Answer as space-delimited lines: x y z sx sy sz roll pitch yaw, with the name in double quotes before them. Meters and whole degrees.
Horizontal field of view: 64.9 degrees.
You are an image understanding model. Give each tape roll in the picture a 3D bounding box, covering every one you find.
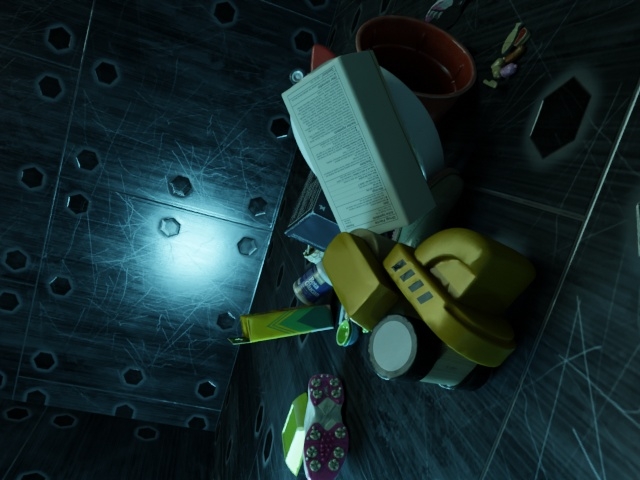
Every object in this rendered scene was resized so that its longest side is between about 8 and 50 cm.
"tape roll" 0.092 -0.213 1.118 0.072 0.392 0.392 -43 0 -25

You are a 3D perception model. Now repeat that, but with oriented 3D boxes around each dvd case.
"dvd case" 0.082 0.187 1.495 0.087 0.013 0.120 139 144 -66

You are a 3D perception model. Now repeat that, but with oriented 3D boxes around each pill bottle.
"pill bottle" 0.000 0.125 1.624 0.169 0.094 0.094 -41 27 20

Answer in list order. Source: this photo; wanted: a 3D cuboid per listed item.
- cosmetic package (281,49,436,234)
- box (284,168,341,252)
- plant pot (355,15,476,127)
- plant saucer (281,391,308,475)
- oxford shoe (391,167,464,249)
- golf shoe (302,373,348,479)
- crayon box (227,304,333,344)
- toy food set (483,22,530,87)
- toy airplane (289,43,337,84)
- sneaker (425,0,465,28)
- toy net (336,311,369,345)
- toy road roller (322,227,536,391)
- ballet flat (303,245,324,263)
"cosmetic package" 0.071 -0.168 0.933 0.160 0.113 0.310 -16 102 44
"box" 0.056 -0.139 1.497 0.297 0.182 0.294 -69 13 -16
"plant pot" 0.180 -0.324 1.178 0.265 0.272 0.273 110 168 -54
"plant saucer" -0.081 0.619 1.630 0.188 0.045 0.188 -115 42 -69
"oxford shoe" 0.212 0.024 1.028 0.130 0.122 0.349 42 116 39
"golf shoe" 0.008 0.503 1.309 0.306 0.115 0.140 -83 4 -52
"crayon box" -0.139 0.267 1.634 0.202 0.318 0.081 158 104 -72
"toy food set" 0.359 -0.345 0.949 0.122 0.019 0.078 -61 19 22
"toy airplane" 0.079 -0.439 1.735 0.385 0.272 0.387 63 -166 -49
"sneaker" 0.332 -0.603 1.243 0.178 0.071 0.077 -35 30 57
"toy net" 0.086 0.176 1.391 0.232 0.045 0.122 -93 28 -45
"toy road roller" 0.178 0.065 0.805 0.241 0.202 0.330 -54 40 19
"ballet flat" 0.000 0.000 1.875 0.091 0.077 0.241 -90 20 -47
